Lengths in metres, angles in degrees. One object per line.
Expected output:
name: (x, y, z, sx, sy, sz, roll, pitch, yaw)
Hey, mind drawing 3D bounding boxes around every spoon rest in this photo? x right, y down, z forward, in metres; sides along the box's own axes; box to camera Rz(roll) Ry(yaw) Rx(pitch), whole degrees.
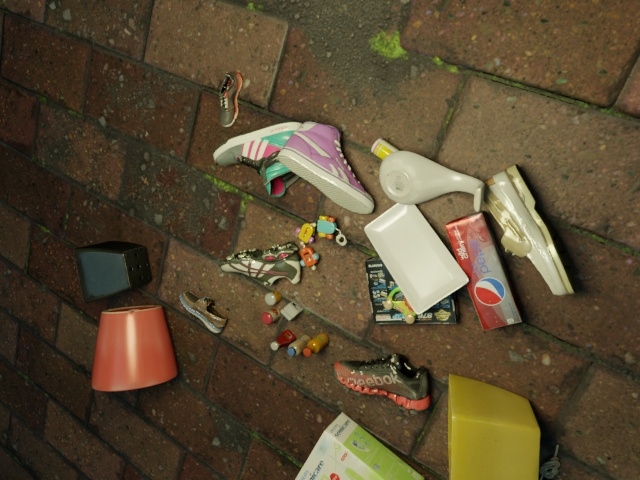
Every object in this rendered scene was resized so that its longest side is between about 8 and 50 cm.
spoon rest: (0.257, -0.133, 1.072, 0.276, 0.084, 0.137, 20, 126, 37)

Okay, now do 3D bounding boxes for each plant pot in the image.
plant pot: (-0.629, 0.351, 1.546, 0.275, 0.275, 0.243, -5, 87, 27)
plant pot: (0.399, 0.462, 1.072, 0.187, 0.212, 0.212, 1, 100, 14)
plant pot: (-0.693, 0.096, 1.568, 0.167, 0.187, 0.188, -7, 96, 15)

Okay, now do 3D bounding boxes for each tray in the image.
tray: (0.228, 0.033, 1.115, 0.145, 0.030, 0.270, -37, 60, 15)

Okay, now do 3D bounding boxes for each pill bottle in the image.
pill bottle: (0.171, -0.217, 1.142, 0.083, 0.043, 0.043, 39, 114, 16)

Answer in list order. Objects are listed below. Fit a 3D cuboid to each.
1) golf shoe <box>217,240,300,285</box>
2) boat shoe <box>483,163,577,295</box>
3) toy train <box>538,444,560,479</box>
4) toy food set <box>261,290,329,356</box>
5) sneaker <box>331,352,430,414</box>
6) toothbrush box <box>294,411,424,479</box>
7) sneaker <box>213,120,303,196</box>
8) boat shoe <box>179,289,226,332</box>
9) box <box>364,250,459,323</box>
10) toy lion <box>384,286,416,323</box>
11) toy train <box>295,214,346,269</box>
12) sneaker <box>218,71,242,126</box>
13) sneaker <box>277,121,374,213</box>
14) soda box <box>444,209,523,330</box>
golf shoe: (-0.184, 0.082, 1.346, 0.273, 0.105, 0.120, -8, 103, 28)
boat shoe: (0.454, -0.012, 1.006, 0.103, 0.113, 0.302, -30, 73, 32)
toy train: (0.506, 0.614, 1.070, 0.105, 0.143, 0.248, 20, 108, 22)
toy food set: (-0.100, 0.255, 1.331, 0.232, 0.104, 0.111, 44, 115, 13)
sneaker: (0.163, 0.354, 1.222, 0.276, 0.098, 0.135, 11, 105, 22)
toothbrush box: (0.103, 0.657, 1.253, 0.283, 0.122, 0.206, 35, 110, 20)
sneaker: (-0.163, -0.204, 1.276, 0.296, 0.124, 0.178, -11, 85, 27)
boat shoe: (-0.377, 0.217, 1.492, 0.183, 0.066, 0.066, 40, 110, 4)
box: (0.232, 0.124, 1.170, 0.220, 0.051, 0.175, -7, 96, 27)
toy lion: (0.222, 0.148, 1.135, 0.100, 0.034, 0.096, 32, 105, 18)
toy train: (0.000, 0.000, 1.270, 0.166, 0.046, 0.125, -32, 85, 31)
sneaker: (-0.275, -0.409, 1.319, 0.061, 0.065, 0.157, 20, 107, 23)
sneaker: (0.048, -0.198, 1.178, 0.282, 0.102, 0.161, 36, 71, -11)
soda box: (0.382, 0.067, 1.066, 0.092, 0.083, 0.263, -20, 89, 27)
